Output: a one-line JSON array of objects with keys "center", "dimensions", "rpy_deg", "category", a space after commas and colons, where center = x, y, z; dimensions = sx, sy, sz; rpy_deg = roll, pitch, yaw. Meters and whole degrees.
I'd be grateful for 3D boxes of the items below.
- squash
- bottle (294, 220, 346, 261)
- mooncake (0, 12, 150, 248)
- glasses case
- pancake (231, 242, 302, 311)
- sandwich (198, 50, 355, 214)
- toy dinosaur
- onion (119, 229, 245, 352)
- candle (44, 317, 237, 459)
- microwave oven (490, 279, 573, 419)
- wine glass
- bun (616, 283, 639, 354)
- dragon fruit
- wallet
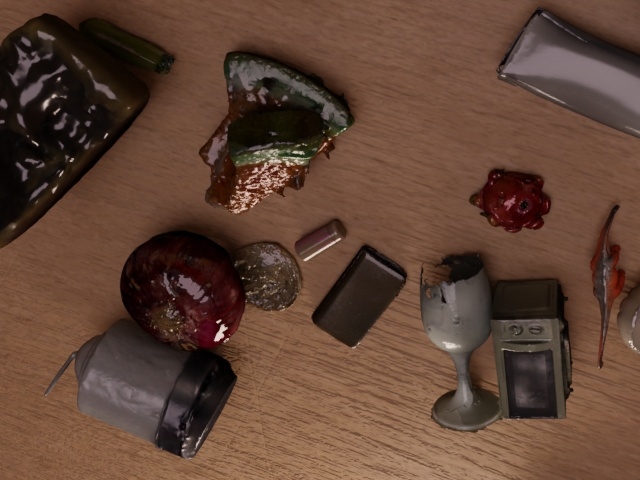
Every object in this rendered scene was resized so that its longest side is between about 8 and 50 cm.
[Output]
[{"center": [-0.346, -0.347, 1.641], "dimensions": [0.183, 0.052, 0.052], "rpy_deg": [24, 119, 2], "category": "squash"}, {"center": [0.000, 0.000, 1.710], "dimensions": [0.096, 0.045, 0.045], "rpy_deg": [-31, 103, 24], "category": "bottle"}, {"center": [-0.508, -0.181, 1.571], "dimensions": [0.246, 0.394, 0.393], "rpy_deg": [43, 144, -3], "category": "mooncake"}, {"center": [0.438, -0.254, 1.437], "dimensions": [0.308, 0.083, 0.128], "rpy_deg": [24, 113, 4], "category": "glasses case"}, {"center": [-0.105, 0.070, 1.785], "dimensions": [0.152, 0.025, 0.151], "rpy_deg": [7, 117, 14], "category": "pancake"}, {"center": [-0.115, -0.167, 1.597], "dimensions": [0.250, 0.162, 0.301], "rpy_deg": [35, 117, 3], "category": "sandwich"}, {"center": [0.488, 0.078, 1.573], "dimensions": [0.055, 0.101, 0.279], "rpy_deg": [0, 104, 28], "category": "toy dinosaur"}, {"center": [-0.259, 0.094, 1.746], "dimensions": [0.246, 0.190, 0.246], "rpy_deg": [9, 121, 14], "category": "onion"}, {"center": [-0.356, 0.283, 1.855], "dimensions": [0.342, 0.221, 0.221], "rpy_deg": [23, 119, 6], "category": "candle"}, {"center": [0.377, 0.191, 1.622], "dimensions": [0.129, 0.163, 0.205], "rpy_deg": [-2, 115, 18], "category": "microwave oven"}, {"center": [0.256, 0.184, 1.670], "dimensions": [0.143, 0.143, 0.321], "rpy_deg": [-1, 112, 17], "category": "wine glass"}, {"center": [0.563, 0.125, 1.580], "dimensions": [0.138, 0.094, 0.138], "rpy_deg": [-6, 109, -18], "category": "bun"}, {"center": [0.327, -0.064, 1.569], "dimensions": [0.126, 0.068, 0.112], "rpy_deg": [28, 119, 0], "category": "dragon fruit"}, {"center": [0.074, 0.109, 1.748], "dimensions": [0.110, 0.031, 0.198], "rpy_deg": [33, 119, -2], "category": "wallet"}]
